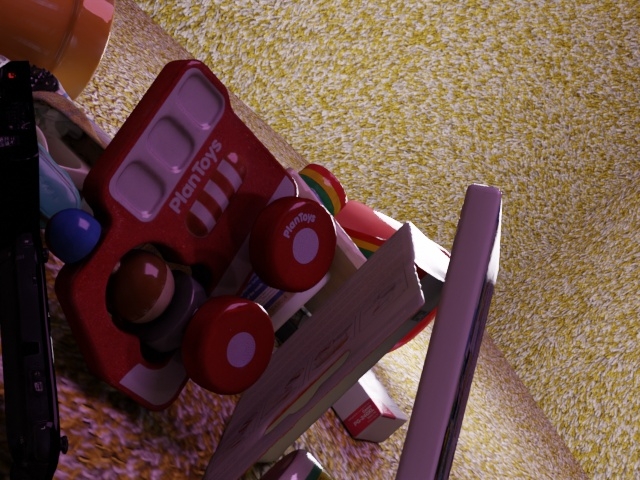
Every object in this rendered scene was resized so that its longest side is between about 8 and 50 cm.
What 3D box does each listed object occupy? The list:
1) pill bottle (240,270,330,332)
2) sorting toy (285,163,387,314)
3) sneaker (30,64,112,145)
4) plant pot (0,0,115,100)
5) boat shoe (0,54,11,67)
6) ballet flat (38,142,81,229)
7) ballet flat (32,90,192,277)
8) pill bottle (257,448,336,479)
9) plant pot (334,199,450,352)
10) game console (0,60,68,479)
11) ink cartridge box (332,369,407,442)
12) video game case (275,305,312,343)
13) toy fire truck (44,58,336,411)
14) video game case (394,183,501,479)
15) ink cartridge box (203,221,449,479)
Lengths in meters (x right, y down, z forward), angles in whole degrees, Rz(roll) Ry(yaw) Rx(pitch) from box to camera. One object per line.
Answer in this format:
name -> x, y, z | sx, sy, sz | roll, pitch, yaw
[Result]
pill bottle -> -0.124, 0.010, 1.288 | 0.264, 0.153, 0.153 | 46, 11, 2
sorting toy -> 0.000, 0.000, 1.366 | 0.257, 0.089, 0.255 | 51, -25, -8
sneaker -> -0.364, -0.156, 1.206 | 0.237, 0.085, 0.086 | 46, -16, 17
plant pot -> -0.441, -0.334, 1.279 | 0.188, 0.205, 0.205 | 18, 26, -36
boat shoe -> -0.418, -0.210, 1.046 | 0.184, 0.066, 0.063 | -96, -176, -64
ballet flat -> -0.365, -0.111, 0.949 | 0.087, 0.083, 0.247 | -15, -68, 51
ballet flat -> -0.285, -0.067, 1.061 | 0.348, 0.123, 0.123 | 43, 9, 16
pill bottle -> 0.014, 0.310, 0.802 | 0.208, 0.117, 0.117 | 46, 11, 1
plant pot -> 0.097, 0.058, 1.743 | 0.243, 0.275, 0.275 | 44, 7, 37
game console -> -0.248, 0.039, 0.710 | 0.044, 0.213, 0.361 | -4, 54, -20
ink cartridge box -> 0.057, 0.244, 1.363 | 0.150, 0.063, 0.109 | 53, 12, 30
video game case -> -0.101, 0.067, 1.482 | 0.275, 0.035, 0.248 | 47, 11, 1
toy fire truck -> -0.147, 0.003, 0.859 | 0.169, 0.302, 0.254 | 13, -25, 46
video game case -> 0.131, 0.142, 0.867 | 0.036, 0.329, 0.300 | 13, -13, 14
ink cartridge box -> 0.025, 0.142, 0.948 | 0.091, 0.308, 0.385 | 44, 11, -6
